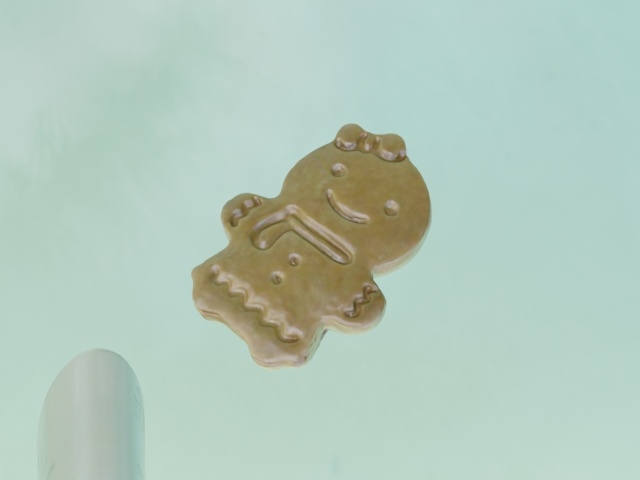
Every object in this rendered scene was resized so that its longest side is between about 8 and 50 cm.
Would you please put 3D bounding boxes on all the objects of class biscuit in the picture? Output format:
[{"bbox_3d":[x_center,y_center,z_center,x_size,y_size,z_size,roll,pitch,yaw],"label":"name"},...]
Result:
[{"bbox_3d":[0.001,0.004,1.165,0.184,0.133,0.027,-33,154,-14],"label":"biscuit"}]

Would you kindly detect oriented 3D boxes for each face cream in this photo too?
[{"bbox_3d":[-0.158,0.254,1.228,0.081,0.349,0.174,4,131,-12],"label":"face cream"}]
